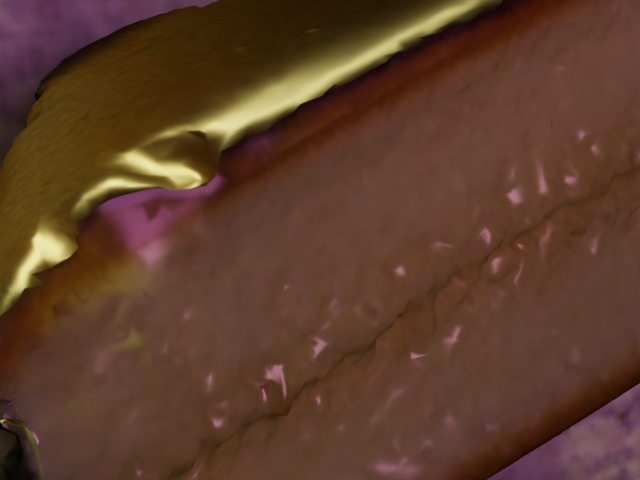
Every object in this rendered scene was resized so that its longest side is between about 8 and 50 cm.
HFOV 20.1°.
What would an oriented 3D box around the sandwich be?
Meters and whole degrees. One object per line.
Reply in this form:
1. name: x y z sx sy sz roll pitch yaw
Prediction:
1. sandwich: 0.000 0.000 0.421 0.235 0.128 0.122 -26 107 -32
